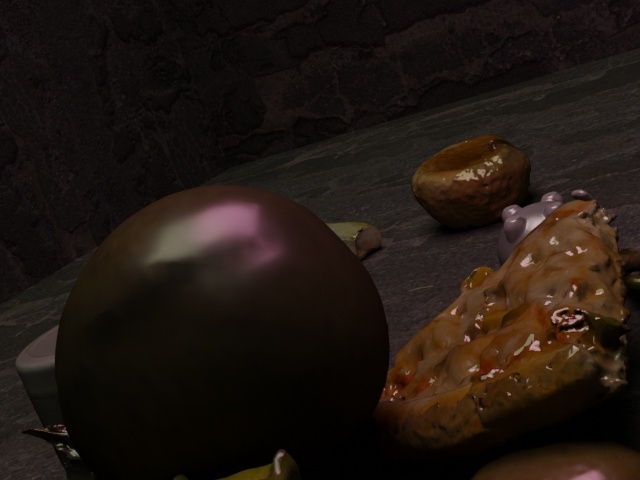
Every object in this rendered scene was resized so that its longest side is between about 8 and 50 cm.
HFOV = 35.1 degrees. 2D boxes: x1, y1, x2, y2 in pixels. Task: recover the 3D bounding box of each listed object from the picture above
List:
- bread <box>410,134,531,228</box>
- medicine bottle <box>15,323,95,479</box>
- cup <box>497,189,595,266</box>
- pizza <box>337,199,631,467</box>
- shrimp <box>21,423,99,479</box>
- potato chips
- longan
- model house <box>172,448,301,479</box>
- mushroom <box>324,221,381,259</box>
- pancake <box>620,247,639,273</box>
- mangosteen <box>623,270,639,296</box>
[{"bbox_3d":[0.296,-0.108,1.934,0.244,0.134,0.244,-18,15,5],"label":"bread"},{"bbox_3d":[-0.243,0.206,1.315,0.237,0.232,0.238,-22,13,5],"label":"medicine bottle"},{"bbox_3d":[0.327,0.009,1.377,0.173,0.142,0.134,-22,12,-2],"label":"cup"},{"bbox_3d":[0.181,0.118,1.066,0.435,0.080,0.392,-43,12,2],"label":"pizza"},{"bbox_3d":[-0.249,0.279,1.168,0.047,0.223,0.126,95,-162,-70],"label":"shrimp"},{"bbox_3d":[0.207,0.221,0.904,0.195,0.062,0.208,-26,15,-9],"label":"potato chips"},{"bbox_3d":[-0.101,0.124,1.055,0.360,0.361,0.361,-21,13,5],"label":"longan"},{"bbox_3d":[-0.127,0.301,0.866,0.234,0.175,0.193,-11,18,28],"label":"model house"},{"bbox_3d":[0.000,0.000,2.095,0.100,0.081,0.312,-37,20,-30],"label":"mushroom"},{"bbox_3d":[0.509,-0.015,1.285,0.288,0.033,0.286,-20,-1,24],"label":"pancake"},{"bbox_3d":[0.430,0.037,1.084,0.184,0.172,0.172,-54,3,19],"label":"mangosteen"}]
